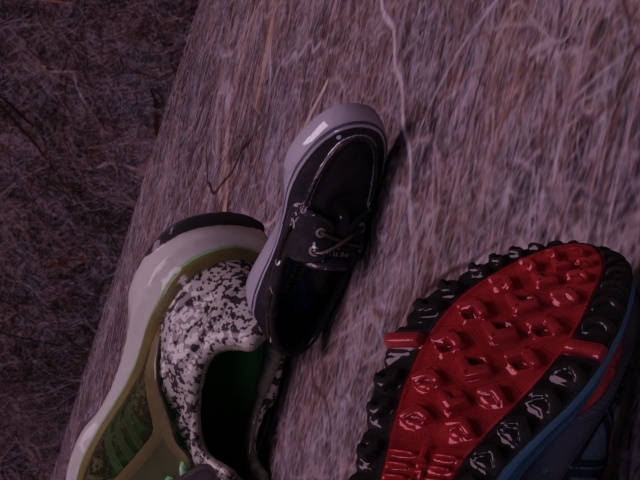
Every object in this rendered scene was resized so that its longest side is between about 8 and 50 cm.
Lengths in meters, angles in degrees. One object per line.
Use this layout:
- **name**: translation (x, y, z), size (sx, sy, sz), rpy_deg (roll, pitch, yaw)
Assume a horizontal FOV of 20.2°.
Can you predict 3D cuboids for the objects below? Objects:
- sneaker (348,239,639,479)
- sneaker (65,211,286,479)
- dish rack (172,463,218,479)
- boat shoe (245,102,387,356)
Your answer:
- **sneaker**: translation (0.071, 0.120, 0.793), size (0.262, 0.104, 0.125), rpy_deg (-59, -40, -24)
- **sneaker**: translation (-0.115, 0.188, 1.571), size (0.182, 0.158, 0.410), rpy_deg (-127, 44, -53)
- **dish rack**: translation (-0.152, 0.342, 1.375), size (0.333, 0.072, 0.286), rpy_deg (-24, -51, -63)
- **boat shoe**: translation (0.000, 0.000, 1.369), size (0.228, 0.080, 0.076), rpy_deg (-63, 36, 38)
